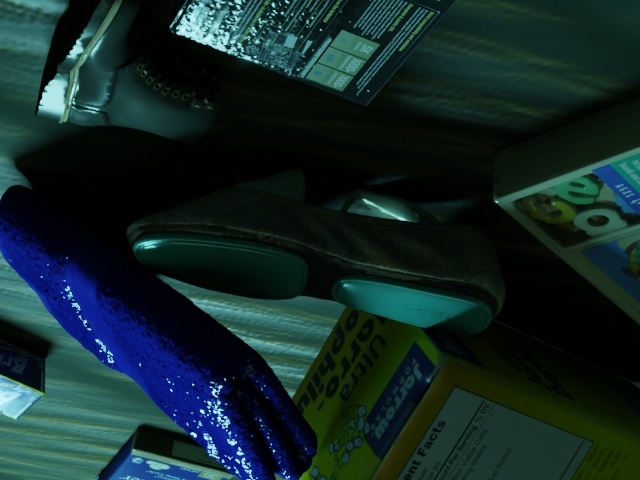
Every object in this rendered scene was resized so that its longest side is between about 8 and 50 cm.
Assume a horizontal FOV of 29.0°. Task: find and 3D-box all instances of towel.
[{"bbox_3d":[-0.152,0.092,1.093,0.308,0.076,0.227,31,163,32],"label":"towel"}]

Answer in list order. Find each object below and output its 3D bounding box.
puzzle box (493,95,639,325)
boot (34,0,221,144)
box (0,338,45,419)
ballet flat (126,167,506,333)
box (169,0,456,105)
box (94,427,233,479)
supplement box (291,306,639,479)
[{"bbox_3d":[0.368,0.004,1.025,0.272,0.052,0.409,-22,138,36],"label":"puzzle box"},{"bbox_3d":[-0.119,-0.133,0.892,0.137,0.077,0.198,13,161,-18],"label":"boot"},{"bbox_3d":[-0.387,0.134,1.357,0.169,0.054,0.059,30,121,-33],"label":"box"},{"bbox_3d":[0.000,0.000,1.036,0.316,0.106,0.107,13,149,-9],"label":"ballet flat"},{"bbox_3d":[0.008,-0.183,0.769,0.147,0.077,0.180,18,147,-18],"label":"box"},{"bbox_3d":[-0.213,0.317,1.650,0.136,0.036,0.225,18,148,-17],"label":"box"},{"bbox_3d":[0.171,0.202,1.177,0.356,0.195,0.194,25,102,-26],"label":"supplement box"}]
